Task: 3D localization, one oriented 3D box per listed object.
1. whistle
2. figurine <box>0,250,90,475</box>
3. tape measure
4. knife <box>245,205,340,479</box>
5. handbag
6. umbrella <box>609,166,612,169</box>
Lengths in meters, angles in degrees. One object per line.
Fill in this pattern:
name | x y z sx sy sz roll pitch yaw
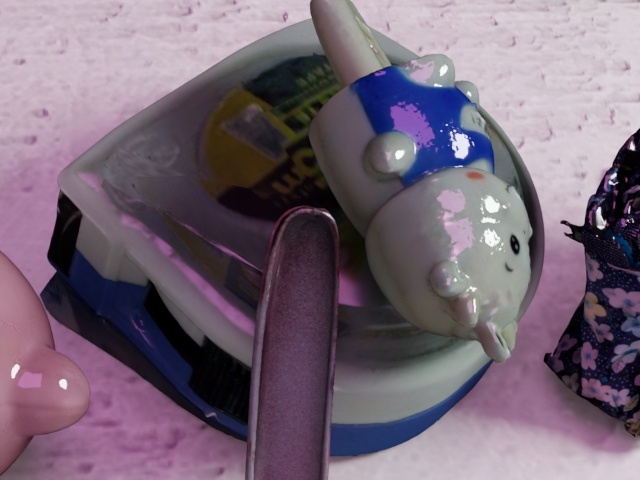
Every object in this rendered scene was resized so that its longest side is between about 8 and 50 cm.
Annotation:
whistle | 0.052 -0.040 0.837 0.092 0.110 0.244 -31 61 16
figurine | -0.227 0.066 0.842 0.173 0.173 0.173 5 51 -6
tape measure | -0.001 -0.002 0.951 0.262 0.138 0.259 39 57 20
knife | -0.026 0.118 0.820 0.123 0.053 0.278 3 94 -12
handbag | 0.243 -0.008 0.951 0.228 0.208 0.127 -36 60 -29
umbrella | 0.213 -0.032 1.089 0.031 0.020 0.083 22 56 9
